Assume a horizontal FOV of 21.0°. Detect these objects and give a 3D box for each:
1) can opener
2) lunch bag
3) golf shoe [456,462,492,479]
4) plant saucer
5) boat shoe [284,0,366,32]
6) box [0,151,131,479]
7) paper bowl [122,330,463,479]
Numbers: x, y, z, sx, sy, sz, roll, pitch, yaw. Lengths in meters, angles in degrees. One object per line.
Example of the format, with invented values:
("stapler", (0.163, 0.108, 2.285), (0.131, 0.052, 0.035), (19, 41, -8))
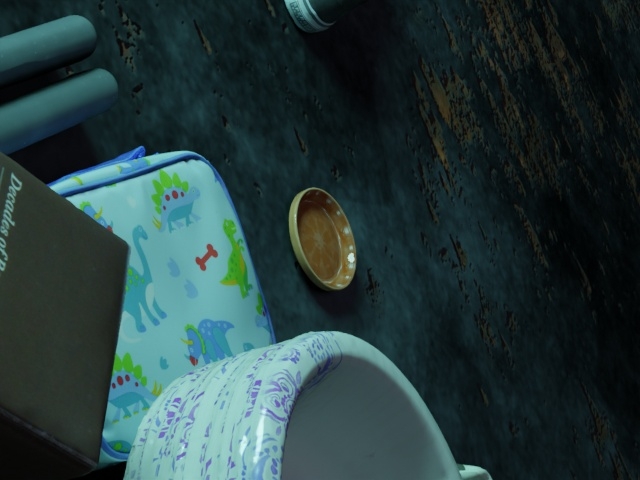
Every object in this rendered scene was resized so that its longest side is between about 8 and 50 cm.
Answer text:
("can opener", (-0.196, -0.081, 1.012), (0.283, 0.095, 0.076), (-34, 104, -58))
("lunch bag", (-0.124, 0.039, 1.070), (0.219, 0.090, 0.176), (-25, 97, -59))
("golf shoe", (0.020, 0.214, 1.183), (0.273, 0.120, 0.105), (-38, 108, -56))
("plant saucer", (0.000, 0.000, 1.359), (0.083, 0.013, 0.083), (33, 49, -47))
("boat shoe", (0.026, -0.272, 1.479), (0.080, 0.076, 0.228), (51, 37, -31))
("box", (-0.279, -0.012, 0.754), (0.381, 0.191, 0.143), (42, 42, -40))
("paper bowl", (-0.019, 0.203, 0.963), (0.284, 0.148, 0.284), (44, 35, -44))
